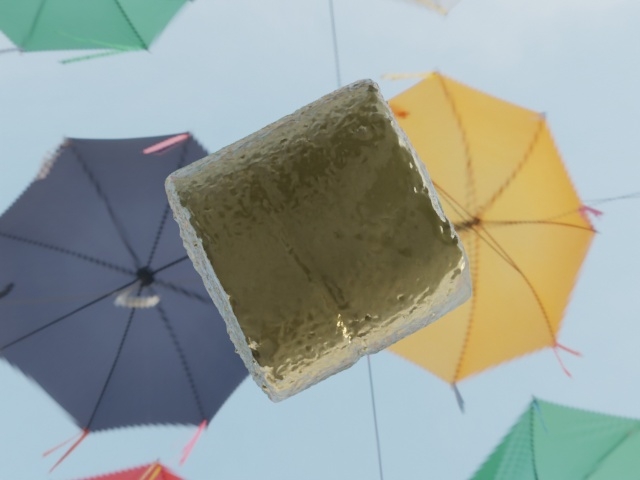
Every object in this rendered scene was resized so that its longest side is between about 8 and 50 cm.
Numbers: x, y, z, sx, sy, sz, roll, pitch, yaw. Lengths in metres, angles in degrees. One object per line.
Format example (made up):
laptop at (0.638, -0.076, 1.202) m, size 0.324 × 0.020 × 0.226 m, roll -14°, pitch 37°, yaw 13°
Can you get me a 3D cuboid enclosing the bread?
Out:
bread at (0.000, 0.000, 0.783) m, size 0.141 × 0.134 × 0.148 m, roll -28°, pitch -70°, yaw -10°
